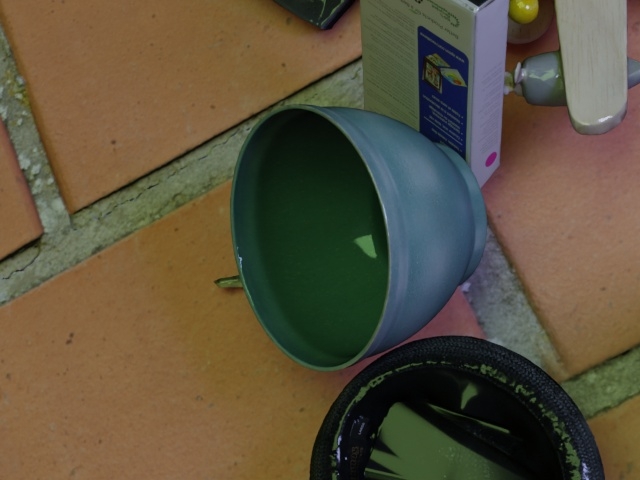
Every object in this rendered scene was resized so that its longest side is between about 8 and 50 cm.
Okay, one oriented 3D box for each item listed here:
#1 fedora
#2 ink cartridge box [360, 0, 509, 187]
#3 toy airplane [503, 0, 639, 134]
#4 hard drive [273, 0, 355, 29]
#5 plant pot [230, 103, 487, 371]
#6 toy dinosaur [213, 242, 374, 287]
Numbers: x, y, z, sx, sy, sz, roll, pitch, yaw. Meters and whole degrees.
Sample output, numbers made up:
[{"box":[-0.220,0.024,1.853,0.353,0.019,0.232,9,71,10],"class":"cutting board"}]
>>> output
[{"box":[0.158,0.271,1.696,0.334,0.152,0.334,-7,69,18],"class":"fedora"},{"box":[0.125,-0.181,1.783,0.069,0.371,0.176,-37,59,-25],"class":"ink cartridge box"},{"box":[0.288,-0.331,1.838,0.384,0.272,0.386,43,57,13],"class":"toy airplane"},{"box":[-0.033,-0.396,2.066,0.254,0.054,0.172,40,88,23],"class":"hard drive"},{"box":[0.060,-0.015,1.756,0.293,0.196,0.293,18,113,51],"class":"plant pot"},{"box":[0.000,0.000,1.915,0.268,0.064,0.118,-44,59,6],"class":"toy dinosaur"}]
